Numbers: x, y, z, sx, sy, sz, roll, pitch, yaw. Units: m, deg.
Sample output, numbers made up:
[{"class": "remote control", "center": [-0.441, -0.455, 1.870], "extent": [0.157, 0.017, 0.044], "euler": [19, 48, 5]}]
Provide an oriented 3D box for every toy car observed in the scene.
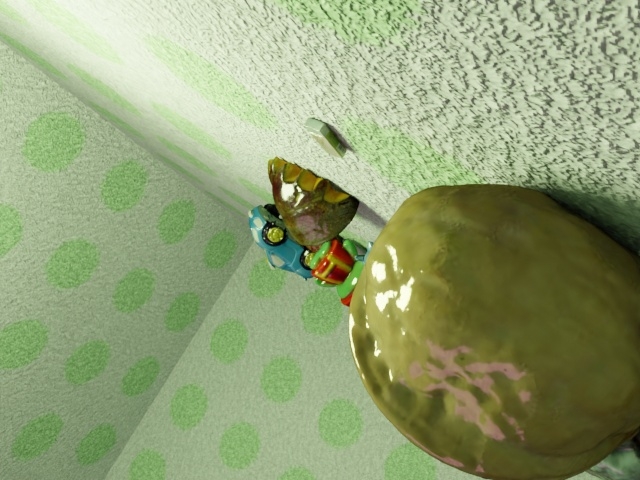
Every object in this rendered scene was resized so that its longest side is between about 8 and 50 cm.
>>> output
[{"class": "toy car", "center": [-0.132, 0.011, 2.135], "extent": [0.314, 0.166, 0.198], "euler": [35, -166, -25]}]

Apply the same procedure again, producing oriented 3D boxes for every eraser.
[{"class": "eraser", "center": [0.008, -0.161, 0.992], "extent": [0.038, 0.019, 0.083], "euler": [29, 173, 36]}]

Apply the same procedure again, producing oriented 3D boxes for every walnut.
[{"class": "walnut", "center": [0.212, 0.109, 0.752], "extent": [0.381, 0.381, 0.381], "euler": [31, 174, 4]}]

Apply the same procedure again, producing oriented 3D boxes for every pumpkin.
[{"class": "pumpkin", "center": [-0.058, -0.081, 1.384], "extent": [0.254, 0.149, 0.130], "euler": [27, 180, 44]}]

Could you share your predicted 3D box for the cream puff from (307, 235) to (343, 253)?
[{"class": "cream puff", "center": [0.000, 0.000, 2.013], "extent": [0.149, 0.084, 0.149], "euler": [29, 175, 3]}]

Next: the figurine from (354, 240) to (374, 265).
[{"class": "figurine", "center": [0.168, 0.077, 1.622], "extent": [0.144, 0.178, 0.114], "euler": [-10, -139, -32]}]

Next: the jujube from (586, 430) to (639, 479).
[{"class": "jujube", "center": [0.462, 0.257, 1.012], "extent": [0.215, 0.246, 0.308], "euler": [44, -179, -7]}]

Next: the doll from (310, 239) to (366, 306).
[{"class": "doll", "center": [0.140, 0.134, 1.940], "extent": [0.363, 0.183, 0.160], "euler": [30, -160, -20]}]
